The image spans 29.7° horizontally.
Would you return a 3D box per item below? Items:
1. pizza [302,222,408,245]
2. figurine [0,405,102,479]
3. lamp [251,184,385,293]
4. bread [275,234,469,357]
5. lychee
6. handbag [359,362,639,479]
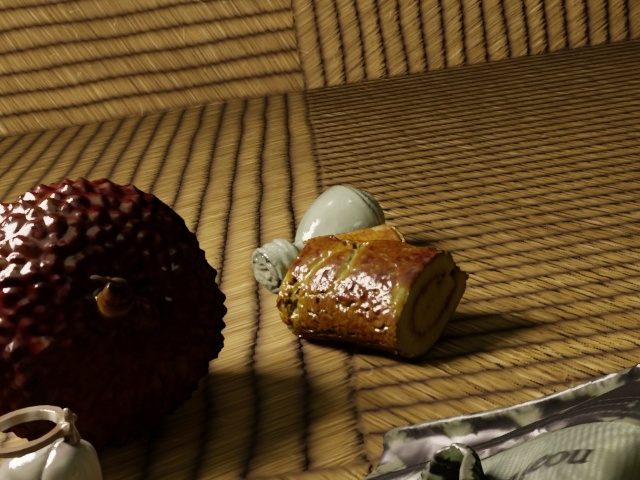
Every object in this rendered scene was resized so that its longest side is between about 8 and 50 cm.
[{"bbox_3d":[0.046,0.027,1.457,0.134,0.046,0.175,13,26,17],"label":"pizza"},{"bbox_3d":[-0.199,0.195,0.867,0.132,0.153,0.132,-9,16,3],"label":"figurine"},{"bbox_3d":[0.000,0.000,1.537,0.193,0.106,0.106,-31,25,-30],"label":"lamp"},{"bbox_3d":[0.051,0.055,1.285,0.172,0.103,0.132,8,53,39],"label":"bread"},{"bbox_3d":[-0.219,0.070,1.133,0.264,0.264,0.300,-16,-1,-22],"label":"lychee"},{"bbox_3d":[0.024,0.218,0.613,0.317,0.180,0.416,-19,9,47],"label":"handbag"}]
